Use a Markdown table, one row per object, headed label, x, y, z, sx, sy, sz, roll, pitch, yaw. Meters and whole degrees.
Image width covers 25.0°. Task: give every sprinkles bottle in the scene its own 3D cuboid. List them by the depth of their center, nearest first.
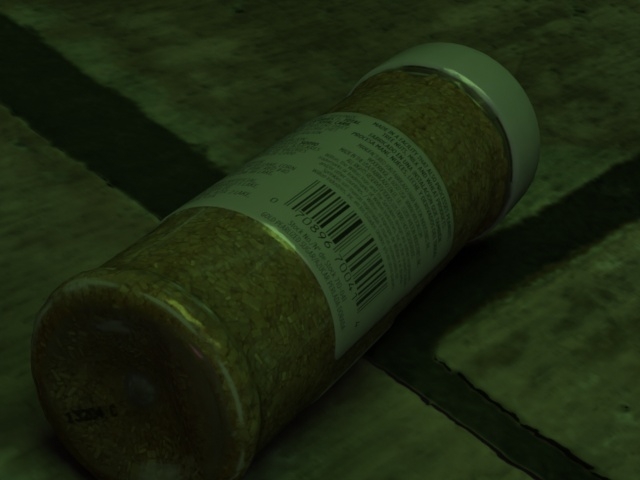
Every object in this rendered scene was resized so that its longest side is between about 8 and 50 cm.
| label | x | y | z | sx | sy | sz | roll | pitch | yaw |
| --- | --- | --- | --- | --- | --- | --- | --- | --- | --- |
| sprinkles bottle | 0.000 | 0.000 | 0.770 | 0.121 | 0.121 | 0.355 | 27 | 35 | 18 |
